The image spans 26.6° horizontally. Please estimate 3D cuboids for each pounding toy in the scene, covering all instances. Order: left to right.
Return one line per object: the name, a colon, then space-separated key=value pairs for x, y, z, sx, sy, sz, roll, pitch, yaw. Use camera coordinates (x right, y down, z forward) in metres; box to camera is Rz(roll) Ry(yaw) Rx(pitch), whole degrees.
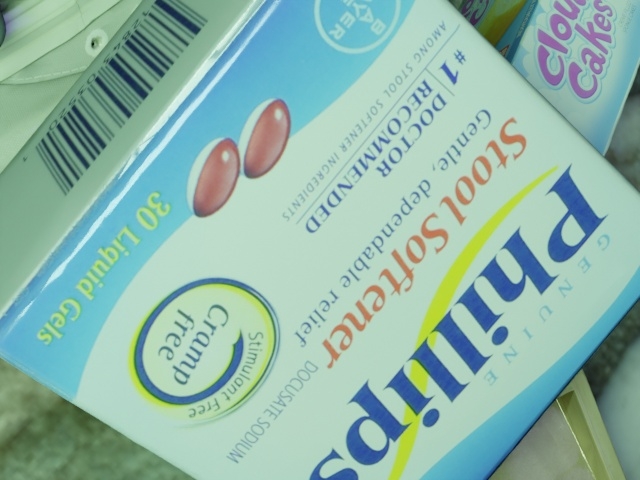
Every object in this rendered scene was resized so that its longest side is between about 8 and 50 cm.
pounding toy: x=0.096 y=0.204 z=0.863 sx=0.206 sy=0.094 sz=0.181 roll=-23 pitch=92 yaw=-23

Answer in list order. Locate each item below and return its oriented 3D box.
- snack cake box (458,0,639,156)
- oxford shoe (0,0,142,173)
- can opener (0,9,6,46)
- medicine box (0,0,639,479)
snack cake box: x=0.161 y=-0.152 z=0.964 sx=0.089 sy=0.152 sz=0.264 roll=33 pitch=62 yaw=-16
oxford shoe: x=-0.081 y=-0.176 z=0.829 sx=0.449 sy=0.169 sz=0.130 roll=-38 pitch=136 yaw=-24
can opener: x=-0.237 y=-0.191 z=0.717 sx=0.076 sy=0.095 sz=0.283 roll=-23 pitch=43 yaw=-10
medicine box: x=0.000 y=0.000 z=0.734 sx=0.289 sy=0.149 sz=0.263 roll=38 pitch=93 yaw=-30
